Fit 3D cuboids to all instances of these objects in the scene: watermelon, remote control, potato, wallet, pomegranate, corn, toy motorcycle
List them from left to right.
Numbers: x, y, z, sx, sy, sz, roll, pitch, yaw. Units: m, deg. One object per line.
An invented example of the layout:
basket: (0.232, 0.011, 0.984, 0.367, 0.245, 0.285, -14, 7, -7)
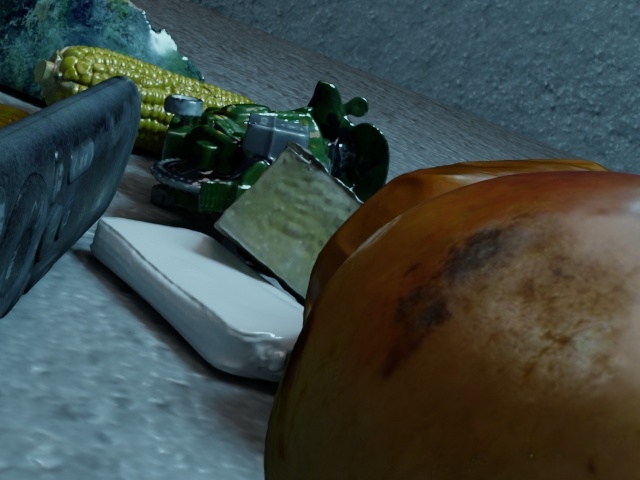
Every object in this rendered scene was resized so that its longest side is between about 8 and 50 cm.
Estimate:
remote control: (-0.148, -0.015, 0.608, 0.044, 0.107, 0.377, 17, 13, -2)
watermelon: (-0.237, -0.208, 1.229, 0.318, 0.148, 0.226, 26, 6, 15)
corn: (-0.142, -0.115, 1.098, 0.238, 0.080, 0.080, 16, 13, -28)
wallet: (-0.061, 0.032, 0.713, 0.095, 0.033, 0.190, 8, 17, -37)
toy motorcycle: (-0.035, -0.057, 0.950, 0.187, 0.124, 0.274, 10, 16, -3)
potato: (0.002, 0.001, 0.754, 0.122, 0.086, 0.061, 42, 2, 4)
pomegranate: (0.083, 0.075, 0.392, 0.209, 0.209, 0.209, 19, 13, -5)

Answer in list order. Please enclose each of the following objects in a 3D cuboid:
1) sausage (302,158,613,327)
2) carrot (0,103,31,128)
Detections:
sausage: (0.108, 0.035, 0.659, 0.268, 0.153, 0.141, -9, 44, -48)
carrot: (-0.200, -0.024, 0.658, 0.066, 0.066, 0.314, 19, 13, -7)
